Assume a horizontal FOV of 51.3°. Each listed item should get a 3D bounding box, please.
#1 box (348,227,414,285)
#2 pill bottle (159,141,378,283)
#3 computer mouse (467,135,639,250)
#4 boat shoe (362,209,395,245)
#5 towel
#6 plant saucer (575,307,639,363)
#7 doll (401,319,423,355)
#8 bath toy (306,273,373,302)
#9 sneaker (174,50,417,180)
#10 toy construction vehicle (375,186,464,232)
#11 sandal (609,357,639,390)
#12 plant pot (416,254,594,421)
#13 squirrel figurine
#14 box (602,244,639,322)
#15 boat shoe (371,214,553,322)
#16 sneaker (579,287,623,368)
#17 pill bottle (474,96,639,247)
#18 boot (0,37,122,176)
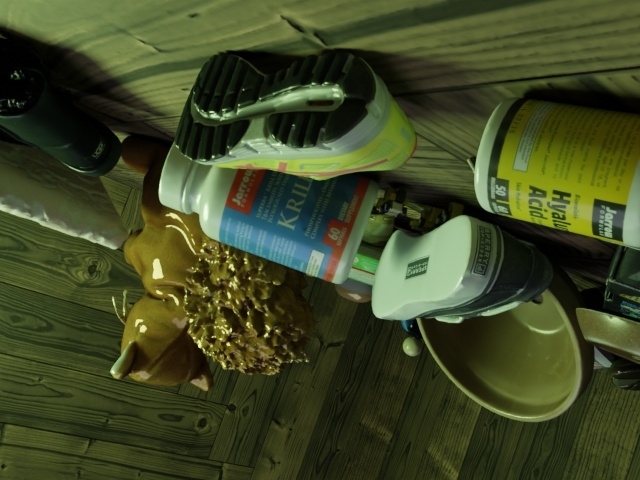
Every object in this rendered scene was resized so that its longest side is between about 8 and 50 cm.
[{"bbox_3d":[0.081,0.012,0.963,0.105,0.043,0.179,18,-157,14],"label":"box"},{"bbox_3d":[-0.057,-0.044,0.733,0.221,0.124,0.124,19,176,2],"label":"pill bottle"},{"bbox_3d":[0.189,-0.024,0.417,0.193,0.042,0.106,23,172,42],"label":"computer mouse"},{"bbox_3d":[0.034,-0.040,0.942,0.153,0.048,0.056,25,-156,28],"label":"boat shoe"},{"bbox_3d":[-0.453,-0.142,0.945,0.331,0.053,0.317,27,-159,-50],"label":"towel"},{"bbox_3d":[0.320,0.106,0.624,0.168,0.029,0.168,22,176,2],"label":"plant saucer"},{"bbox_3d":[0.204,0.130,1.264,0.129,0.189,0.046,23,175,-30],"label":"doll"},{"bbox_3d":[0.146,0.054,1.073,0.348,0.151,0.129,17,143,25],"label":"bath toy"},{"bbox_3d":[-0.023,-0.076,0.469,0.208,0.082,0.094,15,176,44],"label":"sneaker"},{"bbox_3d":[0.108,-0.035,0.729,0.085,0.035,0.098,14,174,-6],"label":"toy construction vehicle"},{"bbox_3d":[0.484,0.153,0.869,0.219,0.060,0.090,-7,140,6],"label":"sandal"},{"bbox_3d":[0.237,0.090,0.813,0.109,0.238,0.237,-26,-153,-34],"label":"plant pot"},{"bbox_3d":[-0.188,0.073,1.059,0.281,0.371,0.397,24,177,-44],"label":"squirrel figurine"},{"bbox_3d":[0.380,0.072,0.522,0.295,0.073,0.293,19,175,25],"label":"box"},{"bbox_3d":[0.139,0.039,0.720,0.102,0.108,0.301,16,166,-11],"label":"boat shoe"},{"bbox_3d":[0.349,0.148,0.994,0.178,0.124,0.295,-20,156,26],"label":"sneaker"},{"bbox_3d":[0.144,-0.033,0.337,0.116,0.065,0.065,17,174,33],"label":"pill bottle"},{"bbox_3d":[-0.366,-0.174,0.765,0.246,0.094,0.207,28,171,15],"label":"boot"}]
